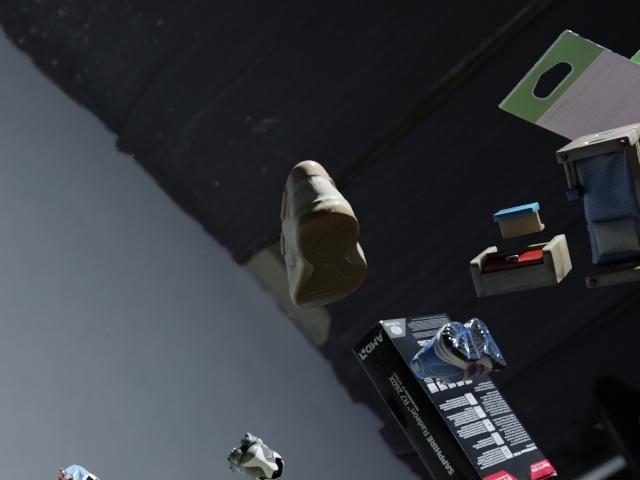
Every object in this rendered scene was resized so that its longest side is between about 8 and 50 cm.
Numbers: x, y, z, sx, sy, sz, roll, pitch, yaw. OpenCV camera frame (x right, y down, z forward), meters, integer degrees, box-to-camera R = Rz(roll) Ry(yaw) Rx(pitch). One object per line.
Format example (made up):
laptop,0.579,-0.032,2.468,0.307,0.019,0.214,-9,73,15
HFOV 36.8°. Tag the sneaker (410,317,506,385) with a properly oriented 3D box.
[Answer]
sneaker,0.198,0.161,1.369,0.211,0.081,0.080,18,41,-55

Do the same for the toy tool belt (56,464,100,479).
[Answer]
toy tool belt,-0.344,0.339,1.359,0.083,0.051,0.052,16,31,33

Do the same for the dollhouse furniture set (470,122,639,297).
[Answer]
dollhouse furniture set,0.224,-0.023,0.921,0.129,0.183,0.129,-25,101,-63

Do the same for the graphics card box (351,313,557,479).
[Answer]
graphics card box,0.240,0.307,1.737,0.232,0.094,0.371,-2,52,-51

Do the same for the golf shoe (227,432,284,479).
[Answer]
golf shoe,-0.111,0.401,1.720,0.094,0.077,0.198,35,-9,9

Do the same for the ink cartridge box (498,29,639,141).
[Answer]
ink cartridge box,0.384,-0.194,1.284,0.235,0.171,0.056,25,54,-9

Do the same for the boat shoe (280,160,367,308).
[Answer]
boat shoe,0.000,0.000,1.451,0.341,0.121,0.110,95,-22,-63
